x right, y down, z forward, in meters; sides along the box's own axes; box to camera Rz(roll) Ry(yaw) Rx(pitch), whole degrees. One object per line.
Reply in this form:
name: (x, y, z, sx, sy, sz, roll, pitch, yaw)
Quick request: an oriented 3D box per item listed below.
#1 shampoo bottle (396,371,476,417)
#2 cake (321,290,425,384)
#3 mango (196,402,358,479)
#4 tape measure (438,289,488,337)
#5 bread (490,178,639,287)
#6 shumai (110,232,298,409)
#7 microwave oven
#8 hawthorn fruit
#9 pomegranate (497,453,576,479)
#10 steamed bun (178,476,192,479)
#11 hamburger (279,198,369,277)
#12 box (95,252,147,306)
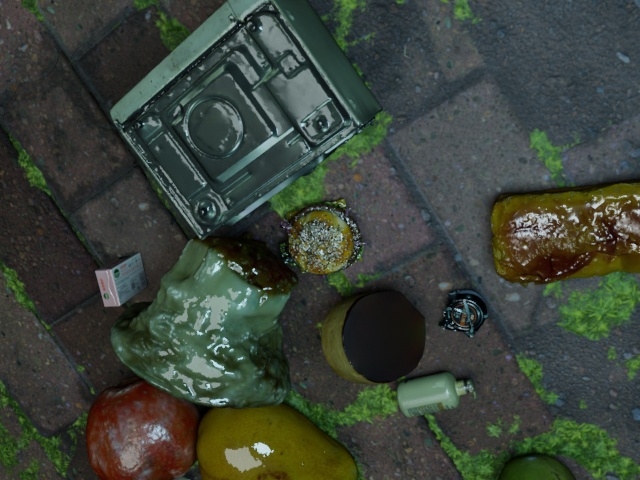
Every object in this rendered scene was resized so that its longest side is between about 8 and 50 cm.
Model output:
shampoo bottle: (0.248, 0.323, 1.419, 0.162, 0.079, 0.079, -18, 101, 21)
cake: (0.097, 0.202, 1.391, 0.207, 0.178, 0.185, -16, 88, -18)
mango: (-0.102, 0.497, 1.506, 0.377, 0.221, 0.264, 19, 108, 0)
tape measure: (0.295, 0.149, 1.364, 0.091, 0.054, 0.094, 19, 118, 8)
bread: (0.508, -0.014, 1.222, 0.380, 0.109, 0.185, -7, 105, 16)
shumai: (-0.210, 0.143, 1.383, 0.397, 0.324, 0.324, 23, 104, 10)
microwave oven: (-0.141, -0.242, 1.262, 0.394, 0.247, 0.333, -34, 94, 23)
hawthorn fruit: (-0.410, 0.455, 1.567, 0.284, 0.284, 0.285, 5, 108, 15)
pomegranate: (0.435, 0.530, 1.394, 0.210, 0.179, 0.179, 5, 112, 48)
steamed bun: (-0.360, 0.672, 1.690, 0.090, 0.112, 0.130, 21, 105, 11)
hamburger: (-0.002, 0.003, 1.382, 0.189, 0.093, 0.164, -25, 99, 23)
box: (-0.451, 0.088, 1.524, 0.043, 0.125, 0.089, -4, 104, 18)
